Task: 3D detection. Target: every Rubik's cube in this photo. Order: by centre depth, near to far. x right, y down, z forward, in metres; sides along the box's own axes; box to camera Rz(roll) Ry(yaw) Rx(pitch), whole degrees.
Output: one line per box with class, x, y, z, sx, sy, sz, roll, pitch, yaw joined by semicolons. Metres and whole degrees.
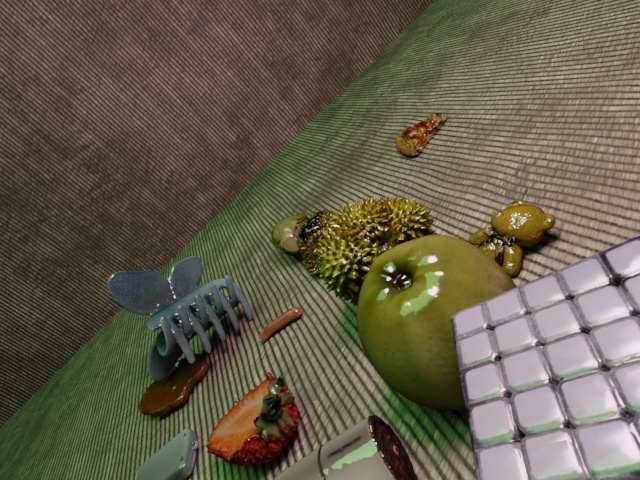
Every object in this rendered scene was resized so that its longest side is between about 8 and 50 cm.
Rubik's cube;0.305;0.183;0.456;0.237;0.237;0.238;-32;27;27

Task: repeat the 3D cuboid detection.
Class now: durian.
durian;0.118;0.034;0.951;0.225;0.291;0.291;5;53;54
durian;0.000;0.000;1.320;0.193;0.138;0.237;-42;25;4

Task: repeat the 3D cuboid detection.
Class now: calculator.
calculator;-0.404;0.592;1.118;0.246;0.045;0.141;-41;25;7

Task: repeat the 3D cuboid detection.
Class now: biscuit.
biscuit;-0.472;0.470;1.414;0.291;0.041;0.208;-30;27;19

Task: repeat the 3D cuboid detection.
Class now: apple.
apple;0.191;0.132;0.709;0.279;0.279;0.279;-35;26;20

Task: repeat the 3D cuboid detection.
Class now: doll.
doll;0.342;0.003;0.852;0.209;0.097;0.137;-45;30;10

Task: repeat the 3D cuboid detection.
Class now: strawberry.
strawberry;-0.134;0.405;0.945;0.286;0.106;0.188;-42;17;35

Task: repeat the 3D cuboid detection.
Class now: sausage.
sausage;-0.118;0.239;1.247;0.158;0.036;0.042;-38;14;14

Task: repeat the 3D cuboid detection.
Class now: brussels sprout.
brussels sprout;-0.093;-0.017;1.487;0.146;0.131;0.183;-15;18;35

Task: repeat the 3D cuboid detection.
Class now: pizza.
pizza;0.341;-0.373;1.476;0.199;0.062;0.188;-39;27;8

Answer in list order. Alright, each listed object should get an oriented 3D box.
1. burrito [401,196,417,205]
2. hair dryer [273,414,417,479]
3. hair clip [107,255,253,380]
burrito;0.156;-0.018;1.217;0.288;0.054;0.104;-47;23;-3
hair dryer;0.055;0.431;0.573;0.203;0.128;0.362;-36;27;9
hair clip;-0.411;0.231;1.369;0.239;0.391;0.318;2;24;42
